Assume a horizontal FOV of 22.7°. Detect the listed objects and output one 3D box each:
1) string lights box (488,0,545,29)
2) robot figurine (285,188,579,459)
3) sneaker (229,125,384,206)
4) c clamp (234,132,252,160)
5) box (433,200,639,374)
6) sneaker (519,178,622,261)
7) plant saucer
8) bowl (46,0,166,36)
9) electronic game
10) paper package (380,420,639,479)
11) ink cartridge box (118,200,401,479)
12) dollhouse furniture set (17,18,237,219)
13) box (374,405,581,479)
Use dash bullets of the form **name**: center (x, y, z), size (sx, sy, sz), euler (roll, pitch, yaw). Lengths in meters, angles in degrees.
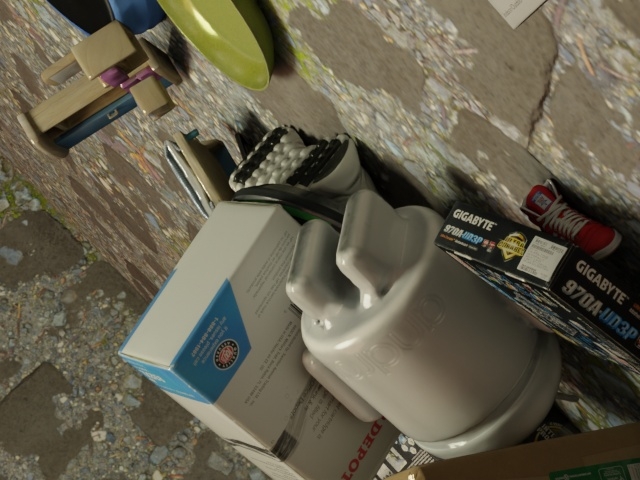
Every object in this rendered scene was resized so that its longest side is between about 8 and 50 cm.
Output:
- **string lights box**: center (0.092, -0.281, 1.097), size (0.260, 0.077, 0.133), euler (48, 167, 0)
- **robot figurine**: center (0.120, 0.103, 1.714), size (0.300, 0.200, 0.353), euler (-29, 121, 36)
- **sneaker**: center (-0.017, -0.065, 1.950), size (0.118, 0.110, 0.292), euler (45, 169, -25)
- **c clamp**: center (-0.074, -0.074, 2.147), size (0.137, 0.022, 0.161), euler (52, -171, -34)
- **box**: center (0.234, 0.054, 1.483), size (0.220, 0.051, 0.175), euler (35, 175, -33)
- **sneaker**: center (0.225, -0.019, 1.464), size (0.067, 0.042, 0.118), euler (50, 168, -20)
- **plant saucer**: center (-0.129, -0.277, 1.834), size (0.241, 0.037, 0.241), euler (44, 166, 14)
- **bowl**: center (-0.353, -0.416, 2.048), size (0.391, 0.077, 0.391), euler (44, 165, 15)
- **electronic game**: center (0.000, 0.000, 1.865), size (0.229, 0.048, 0.229), euler (24, 164, 7)
- **paper package**: center (0.181, 0.327, 1.725), size (0.309, 0.325, 0.168), euler (-37, 62, 56)
- **ink cartridge box**: center (-0.041, 0.133, 1.835), size (0.307, 0.223, 0.129), euler (43, 159, -30)
- **dollhouse furniture set**: center (-0.233, -0.086, 2.078), size (0.303, 0.198, 0.286), euler (58, -174, 7)
- **box**: center (0.155, 0.259, 2.104), size (0.318, 0.097, 0.395), euler (47, 150, 11)
